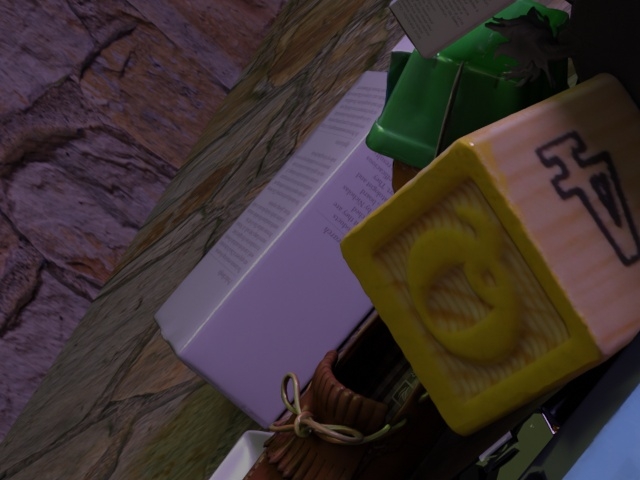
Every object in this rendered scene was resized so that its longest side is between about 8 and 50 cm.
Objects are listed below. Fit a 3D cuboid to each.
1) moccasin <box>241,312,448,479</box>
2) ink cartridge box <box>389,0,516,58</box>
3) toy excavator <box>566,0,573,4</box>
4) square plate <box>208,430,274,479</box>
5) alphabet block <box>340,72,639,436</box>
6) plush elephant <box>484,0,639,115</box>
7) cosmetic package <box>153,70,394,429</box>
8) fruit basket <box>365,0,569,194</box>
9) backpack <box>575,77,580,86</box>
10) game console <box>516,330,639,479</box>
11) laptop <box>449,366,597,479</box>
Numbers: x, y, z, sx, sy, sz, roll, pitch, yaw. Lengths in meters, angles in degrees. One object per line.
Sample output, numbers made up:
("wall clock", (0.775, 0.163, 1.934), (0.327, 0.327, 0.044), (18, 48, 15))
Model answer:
("moccasin", (0.037, 0.151, 1.214), (0.380, 0.147, 0.139), (-43, 42, 3))
("ink cartridge box", (0.254, -0.302, 1.097), (0.324, 0.071, 0.330), (-40, 7, -37))
("toy excavator", (0.443, -0.369, 1.409), (0.222, 0.445, 0.433), (-52, -25, -11))
("square plate", (-0.100, 0.352, 1.388), (0.344, 0.049, 0.347), (-53, 17, -19))
("alphabet block", (0.171, 0.010, 1.075), (0.197, 0.193, 0.192), (-26, -11, -39))
("plush elephant", (0.344, -0.179, 1.146), (0.255, 0.272, 0.330), (-24, 28, -36))
("cosmetic package", (0.000, 0.000, 1.744), (0.453, 0.161, 0.230), (-49, 16, -3))
("fruit basket", (0.128, -0.071, 1.383), (0.327, 0.165, 0.353), (-52, -15, -51))
("backpack", (0.325, -0.140, 1.349), (0.120, 0.101, 0.098), (0, 45, 25))
("game console", (0.217, 0.210, 0.707), (0.386, 0.060, 0.342), (-50, 34, -5))
("laptop", (0.105, 0.313, 1.002), (0.382, 0.236, 0.408), (-43, 45, 17))
